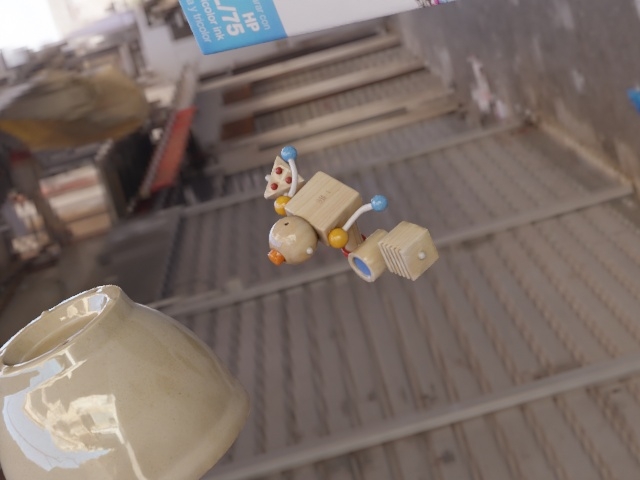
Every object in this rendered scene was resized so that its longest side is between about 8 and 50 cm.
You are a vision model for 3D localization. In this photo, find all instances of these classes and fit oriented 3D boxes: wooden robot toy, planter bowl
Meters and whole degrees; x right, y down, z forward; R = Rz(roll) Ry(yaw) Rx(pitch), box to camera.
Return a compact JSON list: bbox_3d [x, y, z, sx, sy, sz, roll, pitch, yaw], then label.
[{"bbox_3d":[0.000,0.000,0.987,0.173,0.079,0.076,31,151,35],"label":"wooden robot toy"},{"bbox_3d":[-0.141,0.098,0.852,0.109,0.162,0.162,60,-175,-17],"label":"planter bowl"}]

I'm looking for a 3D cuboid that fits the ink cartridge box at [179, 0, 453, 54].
[{"bbox_3d":[0.034,-0.270,0.833,0.198,0.270,0.197,-78,-27,-50],"label":"ink cartridge box"}]
